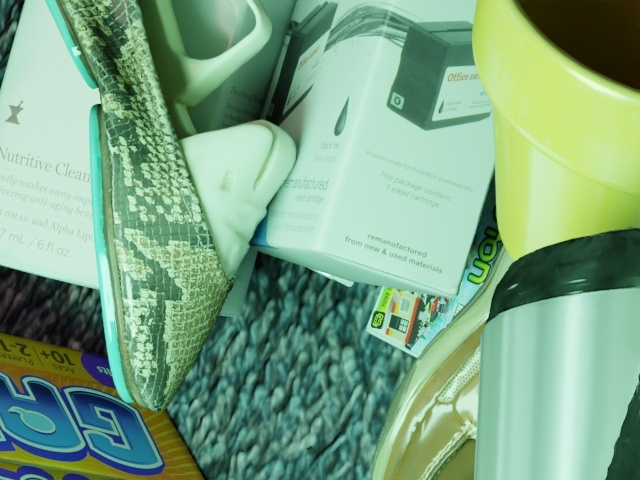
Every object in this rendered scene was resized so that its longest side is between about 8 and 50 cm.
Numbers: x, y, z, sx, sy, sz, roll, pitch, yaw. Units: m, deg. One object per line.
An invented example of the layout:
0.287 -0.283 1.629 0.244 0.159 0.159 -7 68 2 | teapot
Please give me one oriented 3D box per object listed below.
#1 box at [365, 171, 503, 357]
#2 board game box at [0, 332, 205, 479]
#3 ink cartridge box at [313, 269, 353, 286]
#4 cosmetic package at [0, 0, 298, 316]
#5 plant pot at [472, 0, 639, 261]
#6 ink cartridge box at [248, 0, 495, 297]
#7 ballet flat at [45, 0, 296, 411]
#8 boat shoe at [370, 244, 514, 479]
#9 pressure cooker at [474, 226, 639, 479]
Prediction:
0.119 -0.002 1.601 0.114 0.036 0.207 25 96 46 | box
-0.316 0.319 1.717 0.356 0.356 0.356 -53 48 21 | board game box
0.000 0.000 1.710 0.083 0.028 0.048 27 101 2 | ink cartridge box
-0.137 -0.146 1.695 0.217 0.156 0.385 13 91 23 | cosmetic package
0.216 -0.085 1.321 0.239 0.254 0.254 99 151 -46 | plant pot
0.055 -0.124 1.574 0.223 0.129 0.307 6 78 70 | ink cartridge box
-0.120 -0.120 1.531 0.182 0.164 0.483 -15 76 3 | ballet flat
0.154 0.102 1.476 0.120 0.122 0.324 40 107 38 | boat shoe
0.269 0.223 1.150 0.370 0.375 0.420 -16 66 58 | pressure cooker
